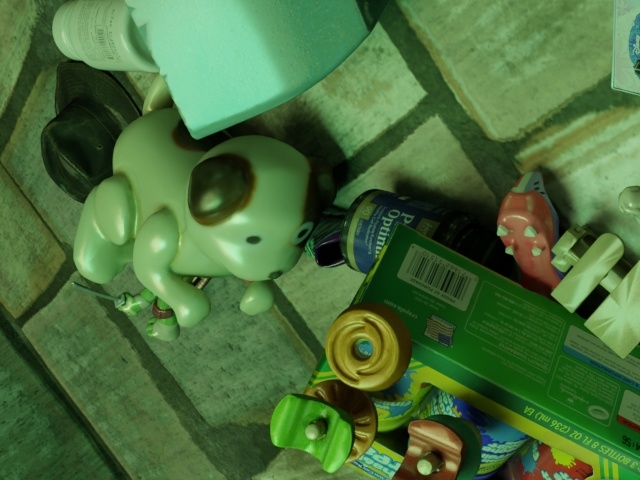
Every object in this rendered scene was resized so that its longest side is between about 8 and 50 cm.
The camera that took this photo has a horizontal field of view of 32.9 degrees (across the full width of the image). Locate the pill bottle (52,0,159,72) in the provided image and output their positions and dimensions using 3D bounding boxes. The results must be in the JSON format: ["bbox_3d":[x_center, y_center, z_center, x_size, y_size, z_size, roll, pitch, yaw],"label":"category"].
[{"bbox_3d":[-0.324,-0.336,1.725,0.229,0.131,0.131,11,129,45],"label":"pill bottle"}]

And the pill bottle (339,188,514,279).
[{"bbox_3d":[0.145,0.010,1.471,0.219,0.123,0.123,17,133,36],"label":"pill bottle"}]

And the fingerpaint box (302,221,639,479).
[{"bbox_3d":[0.214,0.227,1.432,0.444,0.163,0.371,28,144,1],"label":"fingerpaint box"}]

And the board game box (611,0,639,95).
[{"bbox_3d":[0.412,-0.249,0.954,0.318,0.066,0.319,24,137,37],"label":"board game box"}]

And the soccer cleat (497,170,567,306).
[{"bbox_3d":[0.281,0.022,1.374,0.083,0.095,0.248,6,144,31],"label":"soccer cleat"}]

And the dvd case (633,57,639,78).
[{"bbox_3d":[0.409,-0.100,1.029,0.164,0.018,0.221,21,170,41],"label":"dvd case"}]

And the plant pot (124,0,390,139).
[{"bbox_3d":[-0.057,-0.306,1.315,0.252,0.248,0.247,-11,118,25],"label":"plant pot"}]

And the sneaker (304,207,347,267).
[{"bbox_3d":[0.000,0.000,1.669,0.223,0.098,0.083,-5,117,52],"label":"sneaker"}]

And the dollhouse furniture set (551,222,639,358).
[{"bbox_3d":[0.351,0.020,1.238,0.144,0.151,0.123,43,125,15],"label":"dollhouse furniture set"}]

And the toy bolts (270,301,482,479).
[{"bbox_3d":[0.094,0.192,1.266,0.228,0.158,0.218,27,102,20],"label":"toy bolts"}]

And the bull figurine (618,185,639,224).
[{"bbox_3d":[0.451,-0.002,1.070,0.310,0.101,0.188,29,174,14],"label":"bull figurine"}]

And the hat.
[{"bbox_3d":[-0.444,-0.164,2.036,0.331,0.134,0.331,33,143,29],"label":"hat"}]

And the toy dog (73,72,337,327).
[{"bbox_3d":[-0.150,-0.063,1.669,0.408,0.284,0.396,13,93,54],"label":"toy dog"}]

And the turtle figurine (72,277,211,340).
[{"bbox_3d":[-0.325,0.054,2.036,0.266,0.274,0.198,93,161,-52],"label":"turtle figurine"}]
